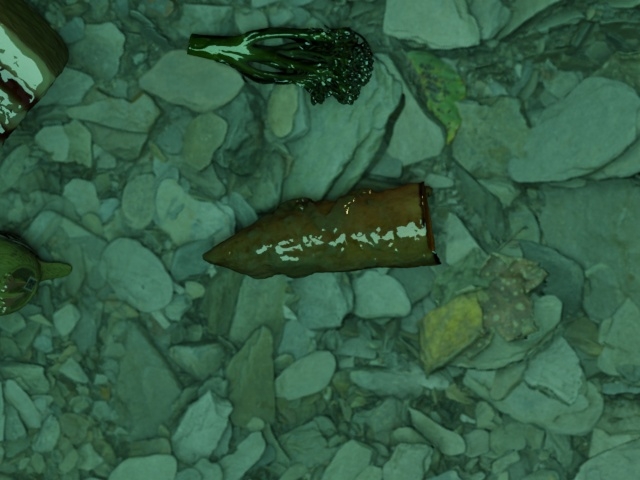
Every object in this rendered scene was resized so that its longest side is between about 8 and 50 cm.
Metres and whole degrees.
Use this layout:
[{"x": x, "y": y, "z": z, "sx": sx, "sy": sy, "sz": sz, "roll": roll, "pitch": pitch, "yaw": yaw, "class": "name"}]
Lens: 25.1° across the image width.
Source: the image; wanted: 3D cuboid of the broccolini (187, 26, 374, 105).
[{"x": -0.041, "y": -0.199, "z": 1.559, "sx": 0.203, "sy": 0.068, "sz": 0.091, "roll": 13, "pitch": 92, "yaw": 12, "class": "broccolini"}]

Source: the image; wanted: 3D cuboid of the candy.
[{"x": -0.410, "y": -0.240, "z": 1.466, "sx": 0.321, "sy": 0.179, "sz": 0.135, "roll": 41, "pitch": 101, "yaw": -10, "class": "candy"}]

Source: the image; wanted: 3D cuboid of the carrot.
[{"x": 0.000, "y": 0.000, "z": 1.582, "sx": 0.263, "sy": 0.102, "sz": 0.101, "roll": -10, "pitch": 105, "yaw": 3, "class": "carrot"}]

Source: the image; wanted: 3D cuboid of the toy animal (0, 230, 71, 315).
[{"x": -0.353, "y": 0.031, "z": 1.600, "sx": 0.098, "sy": 0.137, "sz": 0.098, "roll": 13, "pitch": 111, "yaw": 39, "class": "toy animal"}]
